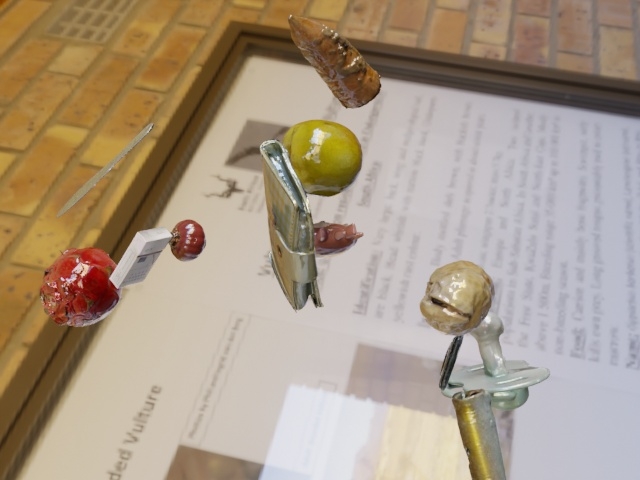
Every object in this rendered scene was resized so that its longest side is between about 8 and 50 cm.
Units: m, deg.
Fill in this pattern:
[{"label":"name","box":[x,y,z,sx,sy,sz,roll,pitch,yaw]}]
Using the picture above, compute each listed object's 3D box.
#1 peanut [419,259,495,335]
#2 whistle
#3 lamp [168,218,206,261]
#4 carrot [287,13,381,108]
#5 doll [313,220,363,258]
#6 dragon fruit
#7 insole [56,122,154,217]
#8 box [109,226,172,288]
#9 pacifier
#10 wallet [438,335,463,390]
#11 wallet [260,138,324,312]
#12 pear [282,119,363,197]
[{"label":"peanut","box":[0.253,0.103,1.420,0.290,0.130,0.130,-16,-64,-76]},{"label":"whistle","box":[0.299,0.421,1.369,0.057,0.068,0.326,-21,-81,-48]},{"label":"lamp","box":[-0.314,0.000,1.822,0.090,0.101,0.101,13,-93,-40]},{"label":"carrot","box":[0.016,-0.347,1.465,0.263,0.102,0.102,34,-117,-48]},{"label":"doll","box":[0.000,0.000,1.998,0.262,0.211,0.093,1,-101,-42]},{"label":"dragon fruit","box":[-0.688,0.136,2.232,0.252,0.241,0.241,34,-113,-68]},{"label":"insole","box":[-0.517,-0.170,1.857,0.322,0.007,0.109,-45,24,-3]},{"label":"box","box":[-0.406,0.038,1.746,0.084,0.040,0.154,-13,-33,-55]},{"label":"pacifier","box":[0.464,0.332,2.151,0.343,0.288,0.269,159,98,-79]},{"label":"wallet","box":[0.298,0.275,1.780,0.088,0.026,0.129,-11,-61,-73]},{"label":"wallet","box":[-0.062,-0.019,1.570,0.309,0.077,0.223,87,165,-47]},{"label":"pear","box":[0.005,-0.198,1.862,0.200,0.200,0.200,11,-90,-82]}]
